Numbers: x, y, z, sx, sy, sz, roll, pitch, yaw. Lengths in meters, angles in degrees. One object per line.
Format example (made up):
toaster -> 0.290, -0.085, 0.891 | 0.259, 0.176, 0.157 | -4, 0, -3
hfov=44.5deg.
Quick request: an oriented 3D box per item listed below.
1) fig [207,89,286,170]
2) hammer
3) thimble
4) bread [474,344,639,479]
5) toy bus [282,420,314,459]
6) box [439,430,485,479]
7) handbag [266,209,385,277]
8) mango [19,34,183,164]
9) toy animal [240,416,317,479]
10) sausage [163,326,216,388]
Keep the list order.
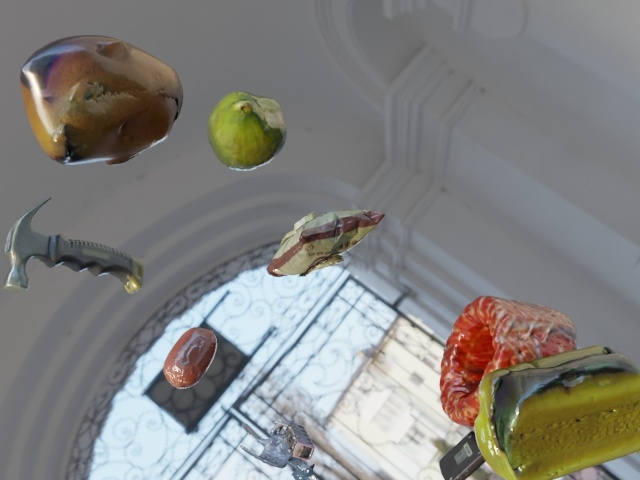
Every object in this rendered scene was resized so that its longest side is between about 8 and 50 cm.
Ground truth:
fig -> -0.189, -0.289, 1.911 | 0.206, 0.206, 0.275 | -52, -9, -6
hammer -> -0.396, 0.026, 1.280 | 0.227, 0.158, 0.041 | 19, -26, -36
thimble -> 0.456, 0.305, 1.926 | 0.350, 0.231, 0.350 | -166, 90, -78
bread -> 0.499, 0.353, 1.627 | 0.377, 0.208, 0.251 | -13, -72, -17
toy bus -> -0.047, 0.431, 1.685 | 0.131, 0.052, 0.036 | -148, 79, -75
box -> 0.334, 0.516, 1.845 | 0.125, 0.027, 0.126 | -43, 11, 4
handbag -> 0.000, 0.000, 1.725 | 0.213, 0.127, 0.235 | -22, -4, -31
mango -> -0.333, -0.219, 1.219 | 0.201, 0.152, 0.287 | -51, -17, 19
toy animal -> -0.120, 0.604, 2.250 | 0.239, 0.256, 0.176 | 18, -98, -66
sausage -> -0.184, 0.165, 1.109 | 0.094, 0.059, 0.054 | -58, -1, -32
